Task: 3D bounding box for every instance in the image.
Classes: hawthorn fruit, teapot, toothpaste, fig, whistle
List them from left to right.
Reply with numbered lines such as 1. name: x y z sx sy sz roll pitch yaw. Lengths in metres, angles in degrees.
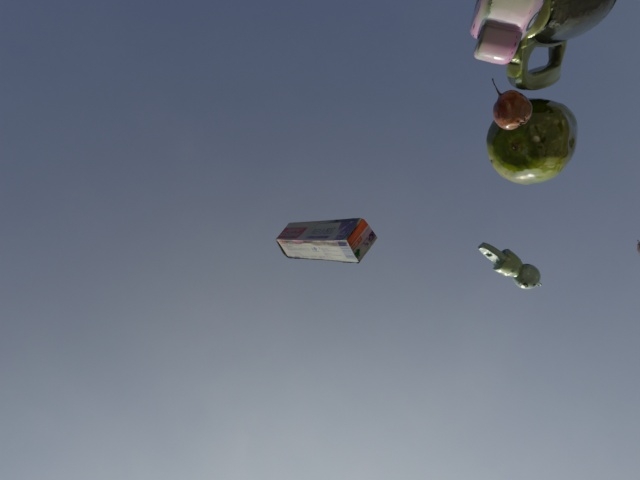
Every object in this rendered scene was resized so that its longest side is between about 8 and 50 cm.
1. toothpaste: 0.000 0.000 0.674 0.040 0.196 0.047 48 -113 -23
2. hawthorn fruit: 0.332 -0.247 0.849 0.067 0.066 0.103 -30 -109 -10
3. whistle: 0.255 0.034 0.632 0.100 0.035 0.035 33 -97 -5
4. teapot: 0.504 -0.536 1.106 0.240 0.321 0.239 -32 -113 -24
5. fig: 0.575 -0.254 1.260 0.233 0.314 0.232 -4 -96 35

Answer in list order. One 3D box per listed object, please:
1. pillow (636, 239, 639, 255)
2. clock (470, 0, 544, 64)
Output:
1. pillow: 0.952 0.074 1.338 0.034 0.211 0.135 -29 -92 26
2. clock: 0.275 -0.380 0.652 0.090 0.227 0.247 16 -129 9
